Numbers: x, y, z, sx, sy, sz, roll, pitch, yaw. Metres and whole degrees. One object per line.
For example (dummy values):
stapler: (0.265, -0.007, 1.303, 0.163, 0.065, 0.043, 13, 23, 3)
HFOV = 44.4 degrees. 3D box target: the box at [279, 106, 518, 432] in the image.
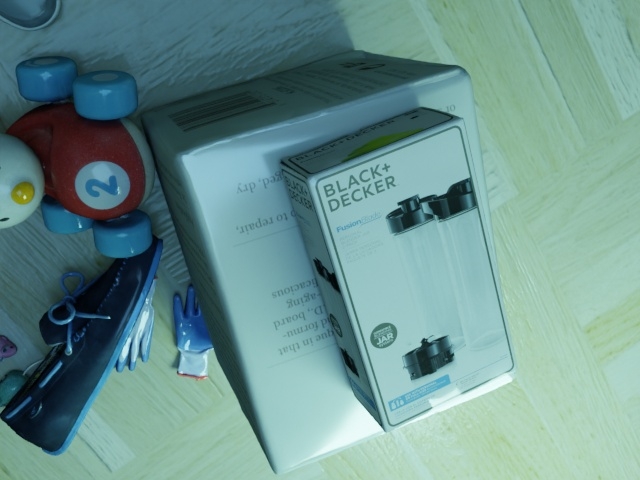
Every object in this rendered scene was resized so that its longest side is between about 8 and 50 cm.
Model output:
box: (0.084, 0.029, 0.802, 0.169, 0.087, 0.290, -21, 112, -13)

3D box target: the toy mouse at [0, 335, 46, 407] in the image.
toy mouse: (-0.456, 0.185, 1.102, 0.143, 0.031, 0.161, -7, 109, -13)

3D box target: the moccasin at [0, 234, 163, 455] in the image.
moccasin: (-0.325, 0.132, 1.048, 0.117, 0.138, 0.342, 28, 95, -12)

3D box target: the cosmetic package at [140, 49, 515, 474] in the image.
cosmetic package: (0.000, 0.000, 0.993, 0.327, 0.329, 0.394, -19, 112, -14)

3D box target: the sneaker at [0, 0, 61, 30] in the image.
sneaker: (-0.401, -0.356, 0.856, 0.124, 0.178, 0.295, -39, 113, 0)

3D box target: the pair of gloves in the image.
pair of gloves: (-0.230, 0.128, 1.149, 0.198, 0.023, 0.159, 9, 105, -18)

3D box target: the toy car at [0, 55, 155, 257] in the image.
toy car: (-0.339, -0.073, 0.910, 0.238, 0.210, 0.219, -32, 131, -44)
